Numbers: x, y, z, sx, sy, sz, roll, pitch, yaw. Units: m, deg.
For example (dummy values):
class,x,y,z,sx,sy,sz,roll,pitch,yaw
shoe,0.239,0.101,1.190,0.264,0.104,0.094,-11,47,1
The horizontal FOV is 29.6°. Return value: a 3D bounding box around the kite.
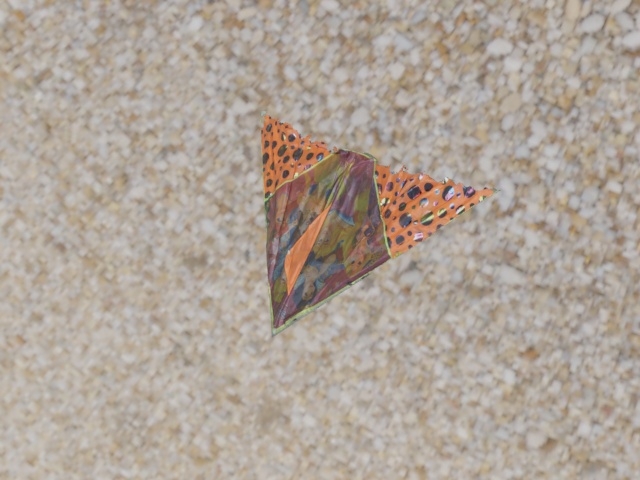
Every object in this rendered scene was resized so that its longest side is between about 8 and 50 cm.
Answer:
class,x,y,z,sx,sy,sz,roll,pitch,yaw
kite,-0.001,0.000,0.697,0.008,0.125,0.222,25,179,-40
